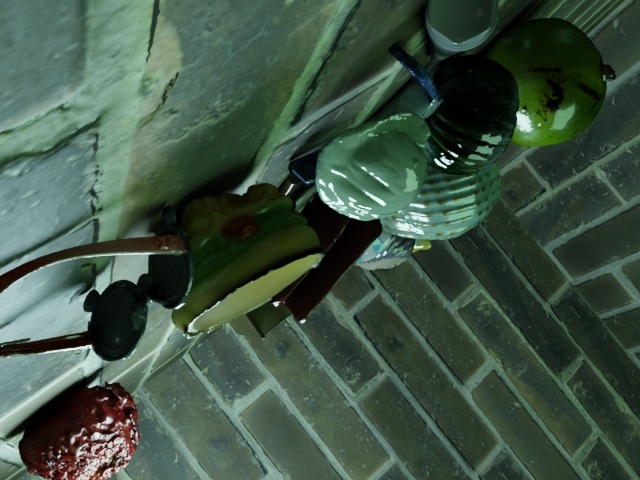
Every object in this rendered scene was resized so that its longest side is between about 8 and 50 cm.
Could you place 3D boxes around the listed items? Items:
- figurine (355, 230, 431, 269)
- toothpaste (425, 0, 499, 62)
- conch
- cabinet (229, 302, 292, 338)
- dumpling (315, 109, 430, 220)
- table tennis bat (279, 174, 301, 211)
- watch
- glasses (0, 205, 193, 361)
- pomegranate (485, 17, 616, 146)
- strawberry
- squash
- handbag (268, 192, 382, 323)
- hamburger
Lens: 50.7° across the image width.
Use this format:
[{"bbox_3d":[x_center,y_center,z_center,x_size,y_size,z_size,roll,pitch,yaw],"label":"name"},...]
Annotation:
[{"bbox_3d":[0.165,-0.048,1.788,0.361,0.266,0.378,-39,175,35],"label":"figurine"},{"bbox_3d":[0.185,-0.278,0.879,0.125,0.080,0.371,-40,180,17],"label":"toothpaste"},{"bbox_3d":[0.229,-0.115,1.490,0.215,0.303,0.319,-57,151,-22],"label":"conch"},{"bbox_3d":[-0.131,0.117,1.544,0.175,0.148,0.215,-37,-171,-21],"label":"cabinet"},{"bbox_3d":[0.075,-0.110,0.955,0.219,0.153,0.108,114,-2,-46],"label":"dumpling"},{"bbox_3d":[-0.058,-0.016,1.173,0.107,0.119,0.170,-13,154,-37],"label":"table tennis bat"},{"bbox_3d":[0.108,-0.212,1.043,0.274,0.068,0.276,-26,169,-48],"label":"watch"},{"bbox_3d":[-0.289,0.060,0.734,0.234,0.118,0.268,-39,156,32],"label":"glasses"},{"bbox_3d":[0.416,-0.313,1.388,0.341,0.260,0.260,-14,-176,19],"label":"pomegranate"},{"bbox_3d":[-0.543,0.459,1.583,0.274,0.220,0.274,-40,180,0],"label":"strawberry"},{"bbox_3d":[0.261,-0.225,1.218,0.218,0.172,0.218,18,90,-86],"label":"squash"},{"bbox_3d":[-0.001,-0.001,1.303,0.260,0.084,0.275,-51,-161,19],"label":"handbag"},{"bbox_3d":[-0.119,0.014,0.905,0.237,0.149,0.237,-31,169,-7],"label":"hamburger"}]
